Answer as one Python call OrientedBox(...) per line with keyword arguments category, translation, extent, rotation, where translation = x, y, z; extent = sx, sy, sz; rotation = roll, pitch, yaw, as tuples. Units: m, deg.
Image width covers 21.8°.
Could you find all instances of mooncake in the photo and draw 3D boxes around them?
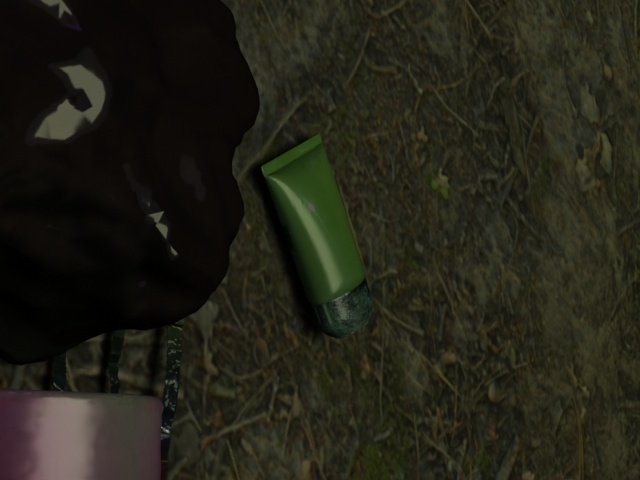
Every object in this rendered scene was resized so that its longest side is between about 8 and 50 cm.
OrientedBox(category="mooncake", translation=(-0.207, -0.108, 1.094), extent=(0.381, 0.212, 0.351), rotation=(10, 71, -53))

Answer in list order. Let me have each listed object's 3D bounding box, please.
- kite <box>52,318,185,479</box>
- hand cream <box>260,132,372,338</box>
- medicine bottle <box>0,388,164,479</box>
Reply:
OrientedBox(category="kite", translation=(-0.152, 0.040, 1.303), extent=(0.204, 0.022, 0.360), rotation=(17, 72, -50))
OrientedBox(category="hand cream", translation=(0.000, 0.000, 1.493), extent=(0.095, 0.046, 0.175), rotation=(-33, 107, -48))
OrientedBox(category="medicine bottle", translation=(-0.209, 0.257, 1.048), extent=(0.212, 0.212, 0.326), rotation=(10, 80, -52))
